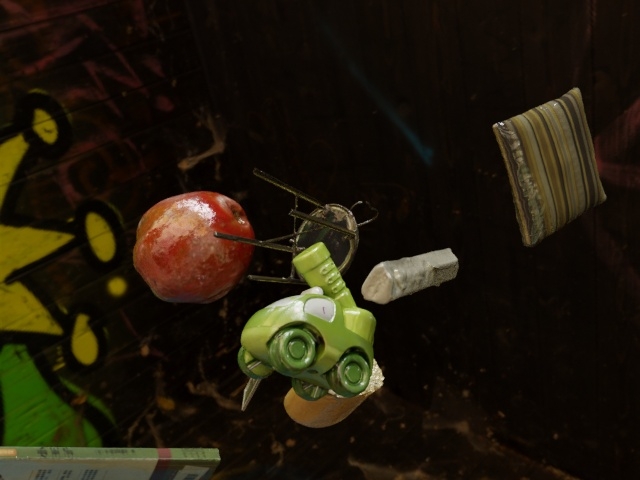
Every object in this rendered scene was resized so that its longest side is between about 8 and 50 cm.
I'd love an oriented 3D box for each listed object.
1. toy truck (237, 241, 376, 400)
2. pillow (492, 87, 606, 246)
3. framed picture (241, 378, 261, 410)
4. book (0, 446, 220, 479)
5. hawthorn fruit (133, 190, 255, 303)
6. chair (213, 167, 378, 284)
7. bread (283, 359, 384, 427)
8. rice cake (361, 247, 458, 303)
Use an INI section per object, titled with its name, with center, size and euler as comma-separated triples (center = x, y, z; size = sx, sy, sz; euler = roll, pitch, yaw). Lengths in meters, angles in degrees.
[toy truck]
center = 0.000, 0.131, 0.907
size = 0.187, 0.210, 0.148
euler = 43, -33, -13
[pillow]
center = 0.380, -0.122, 1.022
size = 0.052, 0.212, 0.208
euler = 4, -63, 61
[framed picture]
center = -0.117, 0.249, 1.103
size = 0.007, 0.066, 0.089
euler = 25, -72, -11
[book]
center = -0.294, 0.321, 0.783
size = 0.201, 0.290, 0.026
euler = -54, -142, 29
[hawthorn fruit]
center = -0.281, 0.022, 1.404
size = 0.284, 0.284, 0.284
euler = 31, -42, 33
[chair]
center = 0.000, 0.000, 1.062
size = 0.159, 0.326, 0.170
euler = -56, -133, 14
[bread]
center = 0.021, 0.269, 1.099
size = 0.173, 0.134, 0.085
euler = -55, -130, 45
[rice cake]
center = 0.143, 0.050, 0.939
size = 0.052, 0.256, 0.057
euler = 27, -72, 28
